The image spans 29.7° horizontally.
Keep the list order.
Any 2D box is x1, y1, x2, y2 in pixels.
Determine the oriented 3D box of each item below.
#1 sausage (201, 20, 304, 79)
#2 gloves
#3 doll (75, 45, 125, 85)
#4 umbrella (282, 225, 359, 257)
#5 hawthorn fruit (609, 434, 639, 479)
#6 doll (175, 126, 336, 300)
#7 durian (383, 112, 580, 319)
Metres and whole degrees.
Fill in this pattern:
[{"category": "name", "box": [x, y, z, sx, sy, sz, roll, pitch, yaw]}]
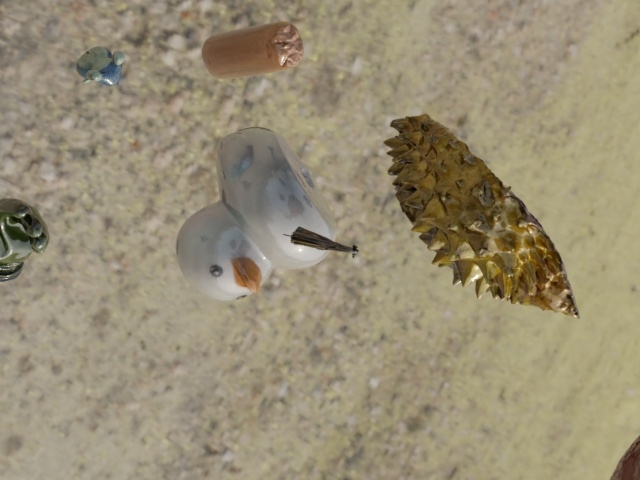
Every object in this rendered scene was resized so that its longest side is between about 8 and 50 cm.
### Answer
[{"category": "sausage", "box": [-0.122, -0.329, 2.104, 0.086, 0.289, 0.086, -2, 94, -33]}, {"category": "gloves", "box": [-0.512, -0.008, 1.996, 0.135, 0.268, 0.107, -12, 80, -29]}, {"category": "doll", "box": [-0.355, -0.275, 1.919, 0.076, 0.083, 0.050, -40, 140, -19]}, {"category": "umbrella", "box": [-0.001, 0.002, 1.250, 0.031, 0.083, 0.020, 38, 71, -76]}, {"category": "hawthorn fruit", "box": [0.295, 0.193, 0.803, 0.261, 0.224, 0.224, 16, 98, -19]}, {"category": "doll", "box": [-0.099, -0.026, 1.618, 0.221, 0.251, 0.221, -9, 134, -10]}, {"category": "durian", "box": [0.139, -0.038, 1.311, 0.112, 0.341, 0.191, -44, 129, 5]}]
